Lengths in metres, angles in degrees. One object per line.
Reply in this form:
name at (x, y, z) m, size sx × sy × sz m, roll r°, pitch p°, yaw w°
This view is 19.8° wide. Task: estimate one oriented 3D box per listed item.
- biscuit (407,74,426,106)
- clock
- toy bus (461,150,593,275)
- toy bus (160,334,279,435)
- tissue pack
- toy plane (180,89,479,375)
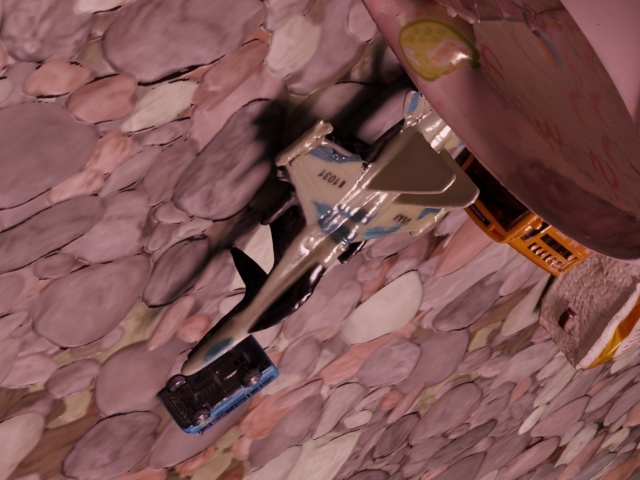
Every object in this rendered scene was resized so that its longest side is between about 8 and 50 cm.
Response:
biscuit at (0.101, -0.127, 1.211) m, size 0.102 × 0.019 × 0.130 m, roll -34°, pitch 155°, yaw -9°
clock at (0.202, -0.136, 0.903) m, size 0.250 × 0.377 × 0.368 m, roll -37°, pitch 147°, yaw -11°
toy bus at (0.160, -0.035, 1.369) m, size 0.088 × 0.083 × 0.194 m, roll -42°, pitch 155°, yaw 9°
toy bus at (-0.073, 0.107, 1.347) m, size 0.083 × 0.038 × 0.046 m, roll -37°, pitch 158°, yaw -1°
tissue pack at (0.320, 0.010, 1.650) m, size 0.226 × 0.092 × 0.183 m, roll -22°, pitch 150°, yaw -30°
toy plane at (-0.005, -0.009, 1.207) m, size 0.262 × 0.088 × 0.192 m, roll -35°, pitch 151°, yaw 17°
